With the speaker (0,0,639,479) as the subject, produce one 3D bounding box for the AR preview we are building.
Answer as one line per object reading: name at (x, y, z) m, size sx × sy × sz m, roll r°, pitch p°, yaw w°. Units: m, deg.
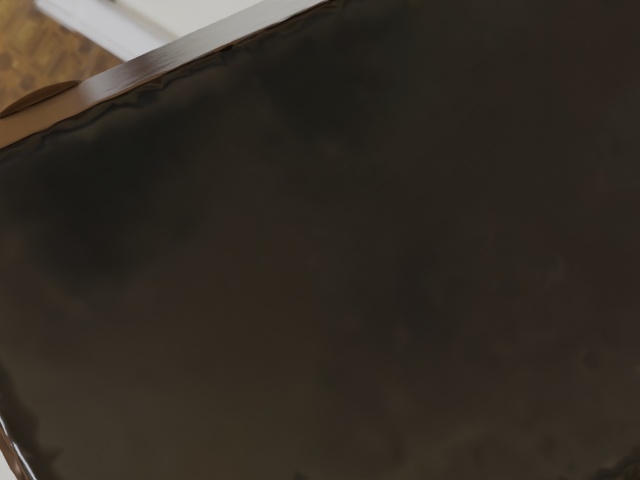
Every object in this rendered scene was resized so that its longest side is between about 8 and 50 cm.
speaker at (0.000, 0.000, 0.438) m, size 0.232 × 0.184 × 0.254 m, roll -25°, pitch -167°, yaw -5°
